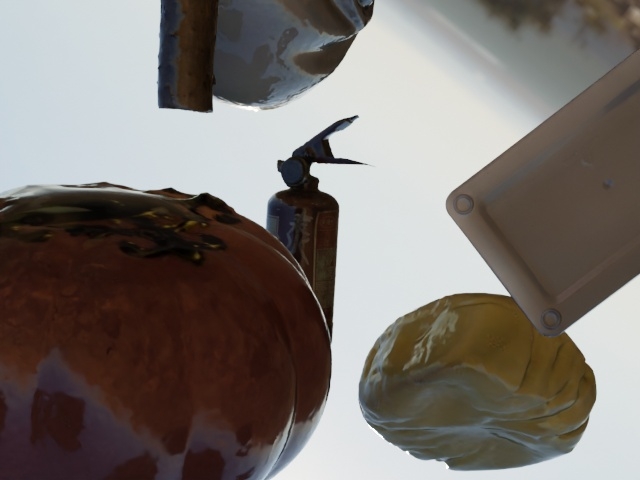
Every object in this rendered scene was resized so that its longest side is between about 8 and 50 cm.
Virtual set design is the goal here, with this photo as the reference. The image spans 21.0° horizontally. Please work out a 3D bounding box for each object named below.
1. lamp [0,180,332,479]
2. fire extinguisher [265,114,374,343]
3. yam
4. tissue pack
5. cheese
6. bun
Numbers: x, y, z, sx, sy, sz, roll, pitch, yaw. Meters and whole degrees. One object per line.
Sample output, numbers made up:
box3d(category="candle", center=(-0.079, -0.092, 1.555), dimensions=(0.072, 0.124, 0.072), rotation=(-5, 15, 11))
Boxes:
box3d(category="lamp", center=(-0.144, 0.089, 1.120), dimensions=(0.305, 0.240, 0.305), rotation=(5, -166, -1))
box3d(category="fire extinguisher", center=(-0.002, -0.001, 1.709), dimensions=(0.106, 0.252, 0.075), rotation=(4, -176, 2))
box3d(category="yam", center=(-0.058, -0.131, 0.785), dimensions=(0.032, 0.145, 0.032), rotation=(4, 180, 0))
box3d(category="tissue pack", center=(0.246, -0.045, 1.491), dimensions=(0.159, 0.246, 0.136), rotation=(54, -174, 6))
box3d(category="cheese", center=(0.160, 0.153, 1.749), dimensions=(0.214, 0.226, 0.117), rotation=(35, -134, -27))
box3d(category="bun", center=(-0.023, -0.167, 1.065), dimensions=(0.120, 0.173, 0.173), rotation=(0, -175, 4))
